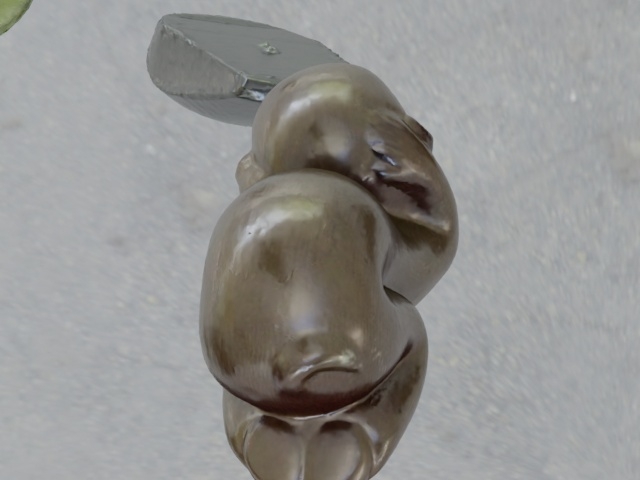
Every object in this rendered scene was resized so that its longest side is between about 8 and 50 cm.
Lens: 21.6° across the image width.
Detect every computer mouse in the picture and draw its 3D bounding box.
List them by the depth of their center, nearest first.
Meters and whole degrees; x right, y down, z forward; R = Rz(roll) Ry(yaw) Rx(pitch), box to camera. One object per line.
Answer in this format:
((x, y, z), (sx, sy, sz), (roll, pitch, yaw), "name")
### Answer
((-0.059, -0.143, 1.561), (0.168, 0.295, 0.087), (4, 107, -27), "computer mouse")

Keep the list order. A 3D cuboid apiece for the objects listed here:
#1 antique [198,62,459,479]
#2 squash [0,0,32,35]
((0.000, 0.000, 0.905), (0.121, 0.143, 0.257), (0, 37, 16), "antique")
((-0.166, -0.186, 0.534), (0.260, 0.189, 0.189), (32, 88, 40), "squash")
